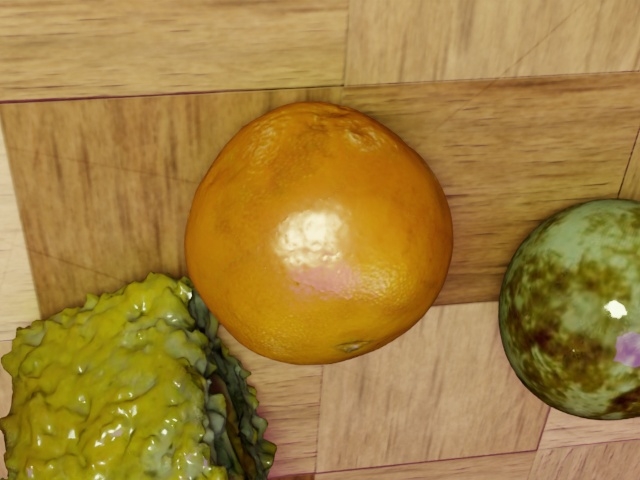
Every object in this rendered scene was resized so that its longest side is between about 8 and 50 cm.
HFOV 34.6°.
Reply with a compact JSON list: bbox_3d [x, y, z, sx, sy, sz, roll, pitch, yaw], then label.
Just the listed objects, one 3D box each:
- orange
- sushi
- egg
[{"bbox_3d":[0.000,0.000,0.998,0.261,0.261,0.261,-6,134,-6],"label":"orange"},{"bbox_3d":[-0.166,0.266,1.109,0.240,0.397,0.351,-21,139,4],"label":"sushi"},{"bbox_3d":[0.315,0.086,1.144,0.238,0.238,0.289,-3,145,-9],"label":"egg"}]
